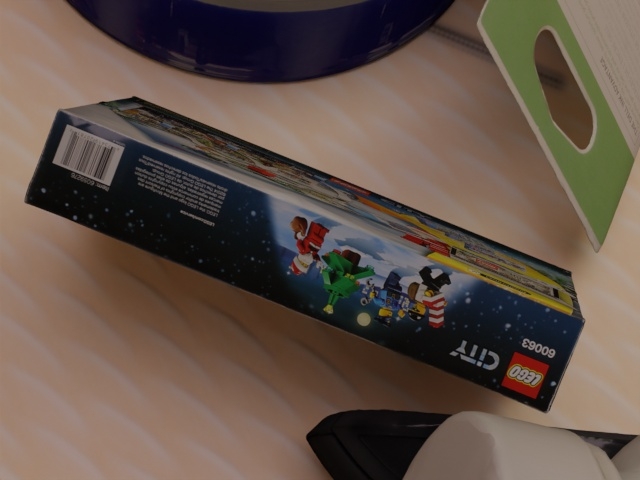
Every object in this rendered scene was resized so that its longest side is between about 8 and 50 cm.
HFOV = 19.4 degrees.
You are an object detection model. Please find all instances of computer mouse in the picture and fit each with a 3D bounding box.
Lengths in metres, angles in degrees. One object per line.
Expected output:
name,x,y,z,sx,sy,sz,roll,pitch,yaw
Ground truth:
computer mouse,0.127,0.110,0.790,0.262,0.184,0.060,7,76,-5

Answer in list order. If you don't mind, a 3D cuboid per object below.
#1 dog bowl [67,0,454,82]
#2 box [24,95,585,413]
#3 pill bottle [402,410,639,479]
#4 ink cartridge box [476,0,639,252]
dog bowl,-0.030,-0.217,0.966,0.265,0.104,0.265,3,64,-7
box,0.000,0.000,0.836,0.233,0.159,0.044,22,97,3
pill bottle,0.181,0.160,0.656,0.318,0.176,0.176,15,62,-14
ink cartridge box,0.127,-0.137,0.915,0.056,0.171,0.235,7,57,36
